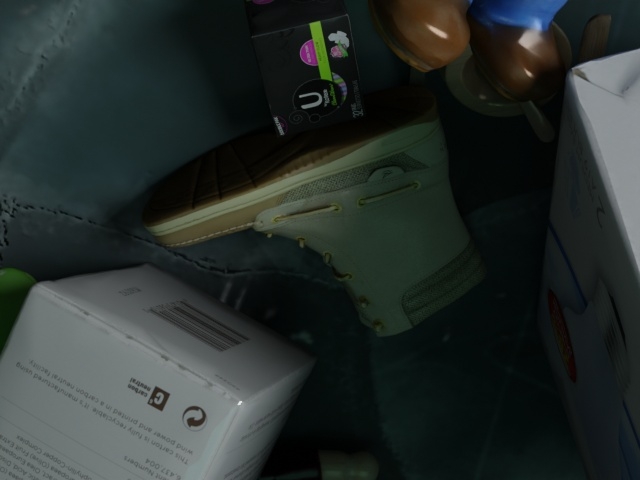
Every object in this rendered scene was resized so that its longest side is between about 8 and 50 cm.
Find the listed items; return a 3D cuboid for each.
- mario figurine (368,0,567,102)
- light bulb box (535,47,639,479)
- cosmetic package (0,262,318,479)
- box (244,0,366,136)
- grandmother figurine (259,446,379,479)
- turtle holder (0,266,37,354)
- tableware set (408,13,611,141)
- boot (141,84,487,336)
[{"bbox_3d":[0.165,-0.179,0.502,0.170,0.198,0.320,45,124,2],"label":"mario figurine"},{"bbox_3d":[0.282,0.113,0.656,0.225,0.358,0.361,-13,153,1],"label":"light bulb box"},{"bbox_3d":[-0.159,0.214,0.751,0.155,0.197,0.366,28,97,10],"label":"cosmetic package"},{"bbox_3d":[-0.009,-0.118,0.720,0.062,0.052,0.083,-14,137,1],"label":"box"},{"bbox_3d":[-0.030,0.254,0.930,0.342,0.104,0.208,26,87,-17],"label":"grandmother figurine"},{"bbox_3d":[-0.340,0.136,0.766,0.227,0.243,0.320,41,69,-41],"label":"turtle holder"},{"bbox_3d":[0.114,-0.140,0.686,0.128,0.039,0.194,4,143,7],"label":"tableware set"},{"bbox_3d":[0.000,0.000,0.791,0.213,0.077,0.165,-20,124,5],"label":"boot"}]
